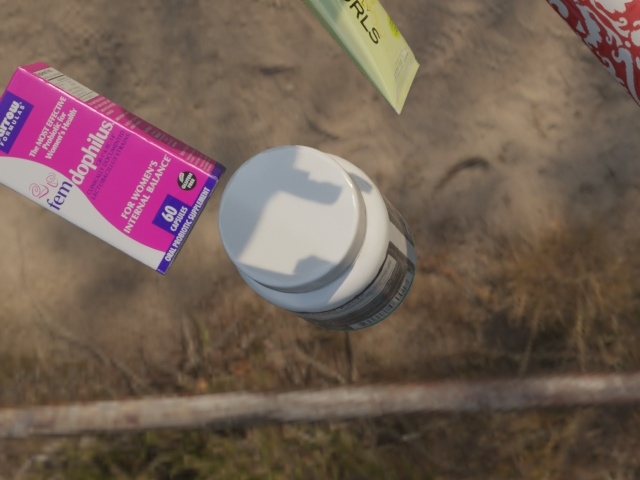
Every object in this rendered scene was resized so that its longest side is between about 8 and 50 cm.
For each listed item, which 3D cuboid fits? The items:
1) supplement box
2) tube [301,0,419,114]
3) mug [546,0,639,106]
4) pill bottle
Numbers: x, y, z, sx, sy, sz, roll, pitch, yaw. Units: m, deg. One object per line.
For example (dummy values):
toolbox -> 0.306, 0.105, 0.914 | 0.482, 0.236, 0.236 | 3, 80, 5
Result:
supplement box -> -0.217, -0.074, 1.381 | 0.220, 0.114, 0.111 | 29, 98, -4
tube -> 0.011, -0.226, 1.249 | 0.070, 0.062, 0.240 | -44, 110, -13
mug -> 0.265, -0.173, 1.055 | 0.150, 0.169, 0.113 | -38, 163, -10
pill bottle -> 0.000, 0.000, 1.804 | 0.204, 0.204, 0.361 | -23, 166, 7
